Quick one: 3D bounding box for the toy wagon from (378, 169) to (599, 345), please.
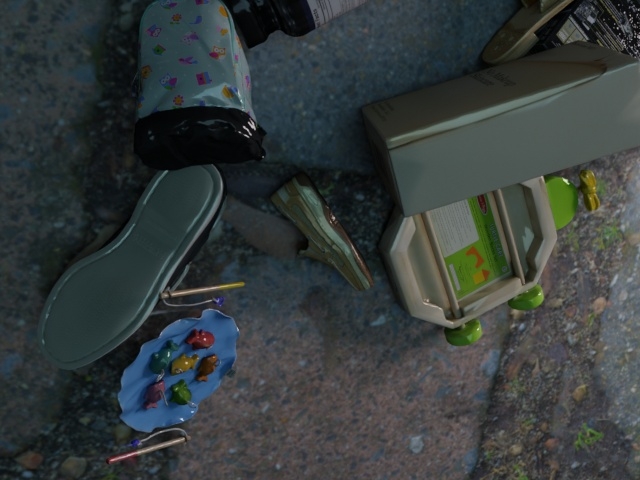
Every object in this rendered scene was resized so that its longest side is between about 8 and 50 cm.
[{"bbox_3d":[0.260,-0.011,0.967,0.345,0.068,0.267,-26,112,-13],"label":"toy wagon"}]

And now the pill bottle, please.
[{"bbox_3d":[-0.008,-0.314,0.746,0.219,0.123,0.122,-26,112,2],"label":"pill bottle"}]

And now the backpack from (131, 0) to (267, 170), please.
[{"bbox_3d":[-0.138,-0.178,0.718,0.152,0.115,0.181,-3,70,-8],"label":"backpack"}]

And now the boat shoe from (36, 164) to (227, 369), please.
[{"bbox_3d":[-0.217,0.030,0.787,0.114,0.091,0.302,44,90,4],"label":"boat shoe"}]

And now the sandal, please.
[{"bbox_3d":[0.296,-0.348,0.876,0.079,0.088,0.240,37,95,-30],"label":"sandal"}]

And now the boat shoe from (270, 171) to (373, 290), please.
[{"bbox_3d":[0.000,0.000,0.883,0.072,0.068,0.190,-34,104,4],"label":"boat shoe"}]

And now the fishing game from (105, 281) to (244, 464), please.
[{"bbox_3d":[-0.171,0.174,0.828,0.189,0.041,0.264,2,115,-54],"label":"fishing game"}]

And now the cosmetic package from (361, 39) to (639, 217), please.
[{"bbox_3d":[0.224,-0.147,0.824,0.310,0.160,0.113,-18,117,0],"label":"cosmetic package"}]

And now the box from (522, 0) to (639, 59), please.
[{"bbox_3d":[0.395,-0.280,0.936,0.180,0.077,0.147,37,90,-24],"label":"box"}]
